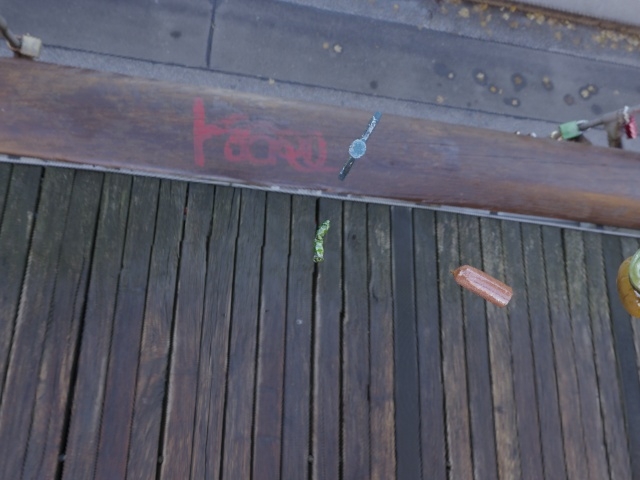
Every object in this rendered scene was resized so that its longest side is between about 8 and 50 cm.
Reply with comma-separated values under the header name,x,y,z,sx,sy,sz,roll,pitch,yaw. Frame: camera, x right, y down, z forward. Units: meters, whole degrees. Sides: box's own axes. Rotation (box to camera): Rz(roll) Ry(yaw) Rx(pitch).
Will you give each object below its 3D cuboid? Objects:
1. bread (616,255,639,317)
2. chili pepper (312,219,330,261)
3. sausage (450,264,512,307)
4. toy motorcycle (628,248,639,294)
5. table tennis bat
name,x,y,z,sx,sy,sz,roll,pitch,yaw
bread,0.690,0.107,1.027,0.114,0.077,0.189,32,51,1
chili pepper,0.000,0.000,0.836,0.022,0.027,0.083,21,61,-16
sausage,0.443,0.119,1.336,0.169,0.065,0.065,29,70,1
toy motorcycle,0.741,0.025,0.863,0.410,0.237,0.168,-5,62,-10
table tennis bat,0.049,-0.117,0.607,0.019,0.155,0.100,31,105,-1
